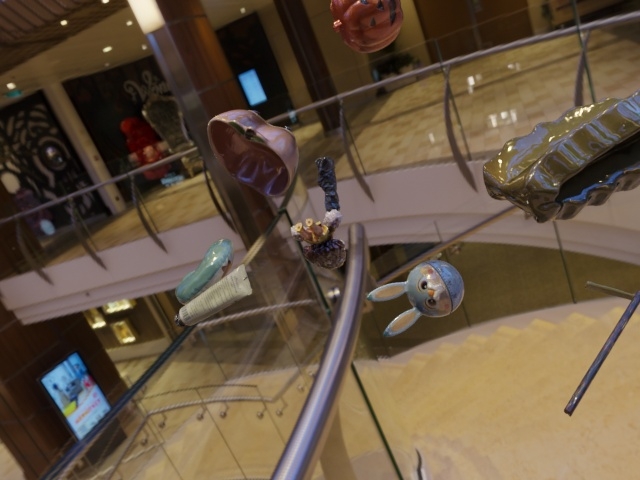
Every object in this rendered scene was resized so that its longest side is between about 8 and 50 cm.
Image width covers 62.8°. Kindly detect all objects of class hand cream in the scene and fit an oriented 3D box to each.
[{"bbox_3d":[-0.264,0.146,1.287,0.234,0.080,0.050,-32,-24,20],"label":"hand cream"}]

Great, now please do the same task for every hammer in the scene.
[{"bbox_3d":[0.762,0.133,1.320,0.199,0.062,0.013,16,26,-4],"label":"hammer"}]

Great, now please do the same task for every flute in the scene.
[{"bbox_3d":[0.434,0.162,0.793,0.269,0.014,0.014,-41,25,-27],"label":"flute"}]

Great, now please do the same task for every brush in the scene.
[{"bbox_3d":[0.274,-0.103,0.418,0.301,0.071,0.084,-26,23,-6],"label":"brush"}]

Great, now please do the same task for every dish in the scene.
[{"bbox_3d":[-0.126,-0.196,1.100,0.213,0.213,0.090,-1,45,49],"label":"dish"}]

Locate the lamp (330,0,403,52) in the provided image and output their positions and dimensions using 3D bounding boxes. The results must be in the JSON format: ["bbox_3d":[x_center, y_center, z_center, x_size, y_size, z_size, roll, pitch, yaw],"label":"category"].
[{"bbox_3d":[0.103,-0.548,1.266,0.164,0.187,0.187,-30,19,-4],"label":"lamp"}]

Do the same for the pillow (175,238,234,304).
[{"bbox_3d":[-0.341,0.089,1.550,0.233,0.086,0.214,-51,22,3],"label":"pillow"}]

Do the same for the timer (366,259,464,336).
[{"bbox_3d":[0.279,0.147,1.425,0.255,0.175,0.175,-20,14,-35],"label":"timer"}]

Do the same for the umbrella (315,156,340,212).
[{"bbox_3d":[0.029,-0.166,1.755,0.071,0.224,0.080,-14,-6,28],"label":"umbrella"}]

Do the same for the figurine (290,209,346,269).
[{"bbox_3d":[0.001,0.002,1.610,0.175,0.240,0.115,-19,47,17],"label":"figurine"}]
